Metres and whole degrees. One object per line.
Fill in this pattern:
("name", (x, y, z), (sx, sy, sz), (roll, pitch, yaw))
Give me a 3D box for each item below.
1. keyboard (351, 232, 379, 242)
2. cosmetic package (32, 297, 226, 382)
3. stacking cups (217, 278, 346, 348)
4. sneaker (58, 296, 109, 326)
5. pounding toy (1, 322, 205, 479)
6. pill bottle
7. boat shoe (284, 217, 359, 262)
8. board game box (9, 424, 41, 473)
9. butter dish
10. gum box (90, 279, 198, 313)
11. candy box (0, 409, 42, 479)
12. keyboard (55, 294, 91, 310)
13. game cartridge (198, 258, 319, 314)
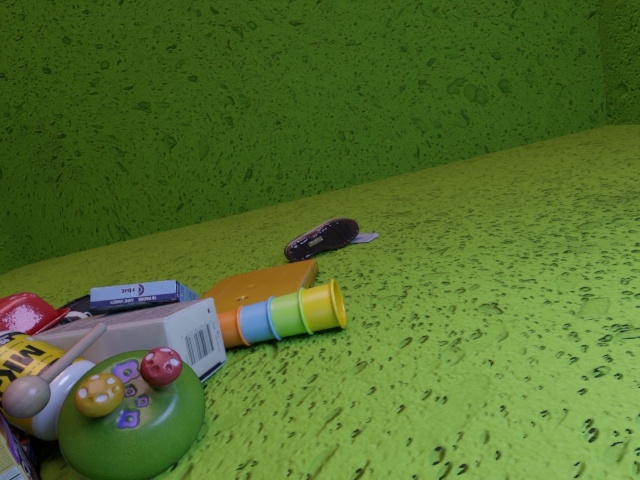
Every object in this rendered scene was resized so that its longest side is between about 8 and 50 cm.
("keyboard", (0.077, -0.004, 1.479), (0.256, 0.014, 0.072), (-2, 23, 44))
("cosmetic package", (-0.339, 0.196, 0.775), (0.296, 0.129, 0.153), (-10, 5, 19))
("stacking cups", (-0.110, 0.157, 0.844), (0.316, 0.096, 0.096), (-15, 12, 12))
("sneaker", (-0.527, 0.224, 0.921), (0.146, 0.123, 0.330), (-15, 21, 26))
("pounding toy", (-0.264, 0.184, 0.565), (0.236, 0.110, 0.183), (24, 40, 11))
("pill bottle", (-0.414, 0.224, 0.660), (0.208, 0.119, 0.119), (17, 21, 13))
("boat shoe", (-0.003, -0.008, 1.400), (0.257, 0.095, 0.095), (-20, 8, -20))
("board game box", (-0.513, 0.324, 0.652), (0.165, 0.042, 0.243), (-22, 14, -29))
("butter dish", (-0.583, 0.147, 0.812), (0.160, 0.118, 0.160), (-14, 23, 41))
("gum box", (-0.348, 0.122, 0.893), (0.156, 0.041, 0.184), (-5, -14, -3))
("candy box", (-0.388, 0.247, 0.513), (0.053, 0.187, 0.109), (-27, 18, -35))
("keyboard", (-0.855, 0.227, 1.494), (0.108, 0.023, 0.180), (-11, 14, 13))
("game cartridge", (-0.162, 0.135, 1.075), (0.285, 0.053, 0.324), (-12, 11, 11))
